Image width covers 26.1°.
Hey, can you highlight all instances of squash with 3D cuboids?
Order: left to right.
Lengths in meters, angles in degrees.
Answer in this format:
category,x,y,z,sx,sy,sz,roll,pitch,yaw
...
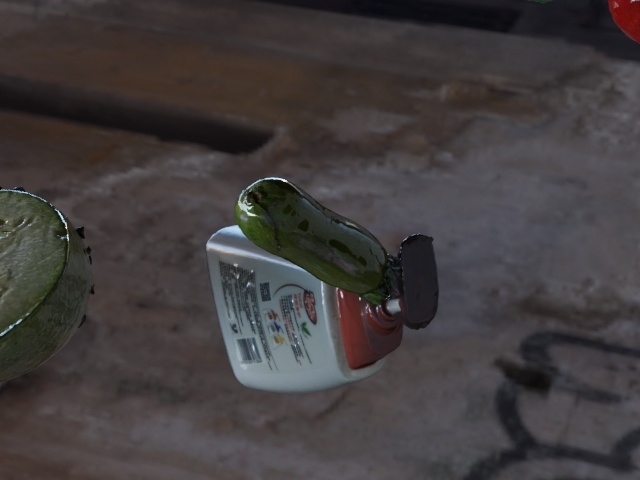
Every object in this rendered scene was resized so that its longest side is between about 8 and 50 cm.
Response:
category,x,y,z,sx,sy,sz,roll,pitch,yaw
squash,-0.292,0.027,1.123,0.260,0.189,0.189,69,-146,-82
squash,0.000,0.000,0.952,0.183,0.052,0.052,28,-107,-52

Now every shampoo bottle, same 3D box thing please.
category,x,y,z,sx,sy,sz,roll,pitch,yaw
shampoo bottle,0.007,0.051,1.142,0.071,0.284,0.153,-13,-87,-35

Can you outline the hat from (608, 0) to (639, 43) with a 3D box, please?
category,x,y,z,sx,sy,sz,roll,pitch,yaw
hat,0.365,-0.340,1.420,0.332,0.274,0.242,77,-176,-57

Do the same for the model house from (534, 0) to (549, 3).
category,x,y,z,sx,sy,sz,roll,pitch,yaw
model house,0.079,-0.378,1.114,0.358,0.312,0.242,-8,-35,-43
